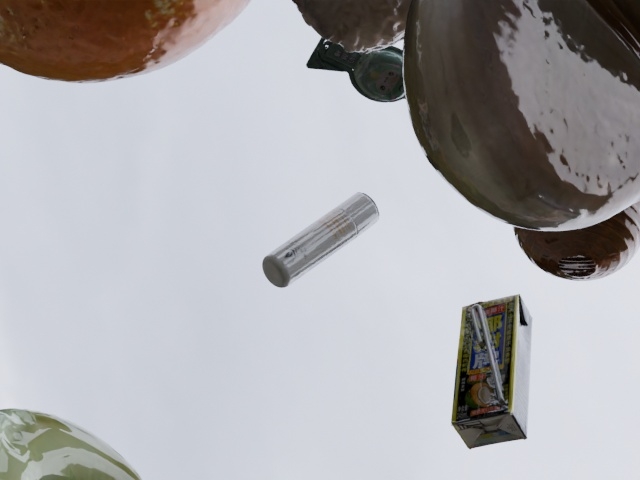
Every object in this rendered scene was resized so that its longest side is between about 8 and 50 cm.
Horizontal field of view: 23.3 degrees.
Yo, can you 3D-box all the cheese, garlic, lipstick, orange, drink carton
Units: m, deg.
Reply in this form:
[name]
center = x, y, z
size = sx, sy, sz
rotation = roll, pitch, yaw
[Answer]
[cheese]
center = 0.050, -0.179, 1.607
size = 0.067, 0.120, 0.026
rotation = -58, -162, 30
[garlic]
center = 0.172, -0.142, 1.198
size = 0.325, 0.279, 0.132
rotation = 33, -31, -22
[lipstick]
center = 0.000, 0.000, 1.593
size = 0.040, 0.141, 0.040
rotation = 32, -38, 30
[orange]
center = -0.236, -0.371, 1.595
size = 0.424, 0.424, 0.326
rotation = 55, -12, 28
[drink carton]
center = 0.185, 0.137, 1.664
size = 0.166, 0.071, 0.056
rotation = -81, 149, -42

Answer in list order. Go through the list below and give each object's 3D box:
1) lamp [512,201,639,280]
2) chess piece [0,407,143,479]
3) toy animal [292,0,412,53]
[lamp]
center = 0.258, -0.024, 1.551
size = 0.136, 0.136, 0.136
rotation = 44, -35, 43
[chess piece]
center = -0.300, 0.303, 1.045
size = 0.442, 0.234, 0.234
rotation = -43, -115, 24
[toy animal]
center = 0.056, -0.348, 1.387
size = 0.188, 0.226, 0.358
rotation = 87, -10, -84
